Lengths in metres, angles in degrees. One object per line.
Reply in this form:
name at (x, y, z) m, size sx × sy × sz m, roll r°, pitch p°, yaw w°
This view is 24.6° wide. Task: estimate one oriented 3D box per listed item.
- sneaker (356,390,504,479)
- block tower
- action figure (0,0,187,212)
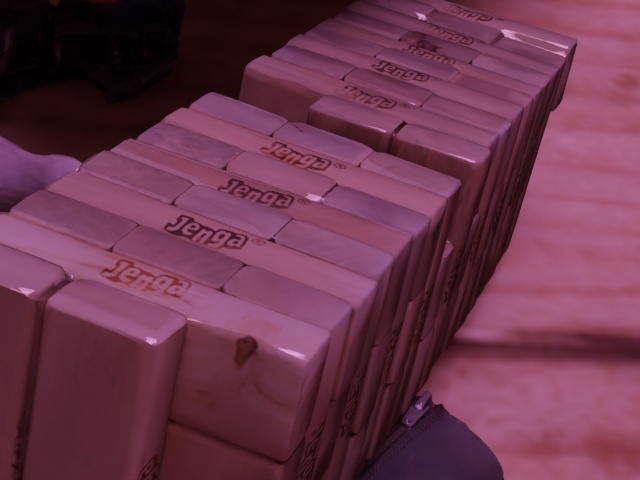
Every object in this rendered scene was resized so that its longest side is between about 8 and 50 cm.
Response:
sneaker at (-0.053, 0.082, 0.485) m, size 0.222 × 0.083 × 0.118 m, roll 21°, pitch 30°, yaw 9°
block tower at (0.000, 0.000, 0.480) m, size 0.091 × 0.097 × 0.335 m, roll 20°, pitch 27°, yaw 13°
action figure at (-0.175, -0.097, 0.517) m, size 0.341 × 0.178 × 0.330 m, roll -9°, pitch 42°, yaw -30°
